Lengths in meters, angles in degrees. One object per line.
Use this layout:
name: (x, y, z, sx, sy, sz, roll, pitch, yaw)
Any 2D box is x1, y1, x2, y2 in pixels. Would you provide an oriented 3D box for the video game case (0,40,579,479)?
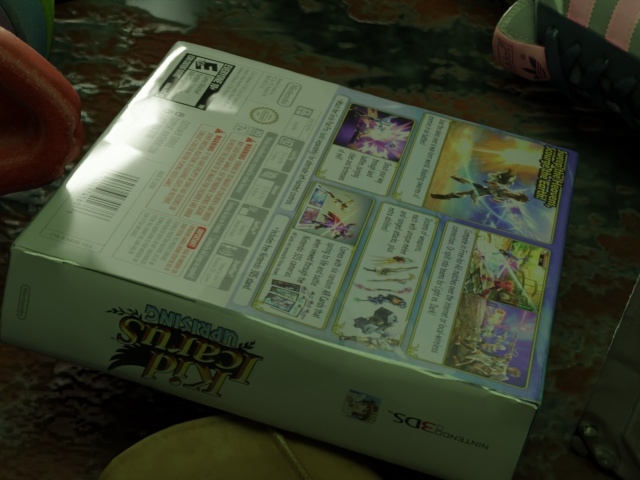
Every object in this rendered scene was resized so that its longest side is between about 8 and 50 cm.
video game case: (0.000, 0.000, 0.827, 0.244, 0.061, 0.269, 16, 30, 5)

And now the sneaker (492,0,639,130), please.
sneaker: (0.184, -0.109, 1.003, 0.131, 0.112, 0.319, -21, 49, -7)

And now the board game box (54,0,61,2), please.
board game box: (-0.234, -0.188, 1.032, 0.186, 0.026, 0.126, -20, 53, -28)

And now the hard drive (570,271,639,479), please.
hard drive: (0.298, 0.088, 0.722, 0.339, 0.237, 0.064, 29, 47, 15)

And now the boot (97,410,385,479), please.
boot: (0.059, 0.167, 0.685, 0.236, 0.089, 0.269, -5, 35, -30)

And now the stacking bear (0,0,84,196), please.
stacking bear: (-0.210, -0.137, 0.871, 0.164, 0.175, 0.289, 39, 30, -24)
